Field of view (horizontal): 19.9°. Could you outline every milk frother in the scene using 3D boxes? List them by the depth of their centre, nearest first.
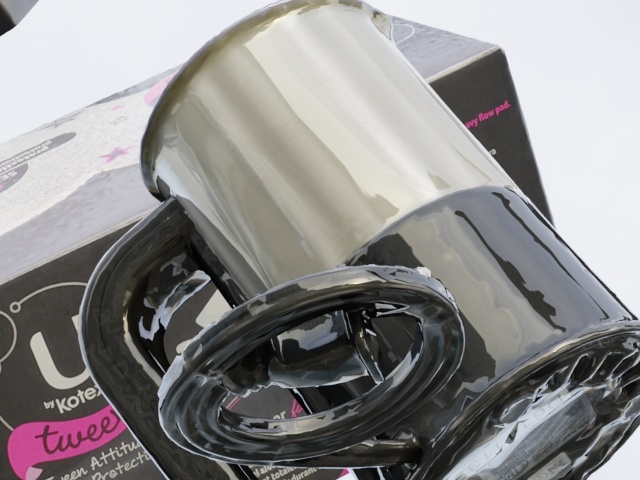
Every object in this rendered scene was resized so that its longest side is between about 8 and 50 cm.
[{"bbox_3d":[0.000,0.000,0.454,0.129,0.135,0.143,-29,-32,-16],"label":"milk frother"}]

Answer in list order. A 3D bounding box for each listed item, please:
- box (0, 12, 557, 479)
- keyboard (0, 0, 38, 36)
[{"bbox_3d":[-0.047,0.013,0.749,0.247,0.163,0.142,-25,-66,-18],"label":"box"},{"bbox_3d":[-0.256,-0.244,0.969,0.033,0.201,0.317,-21,-64,35],"label":"keyboard"}]
